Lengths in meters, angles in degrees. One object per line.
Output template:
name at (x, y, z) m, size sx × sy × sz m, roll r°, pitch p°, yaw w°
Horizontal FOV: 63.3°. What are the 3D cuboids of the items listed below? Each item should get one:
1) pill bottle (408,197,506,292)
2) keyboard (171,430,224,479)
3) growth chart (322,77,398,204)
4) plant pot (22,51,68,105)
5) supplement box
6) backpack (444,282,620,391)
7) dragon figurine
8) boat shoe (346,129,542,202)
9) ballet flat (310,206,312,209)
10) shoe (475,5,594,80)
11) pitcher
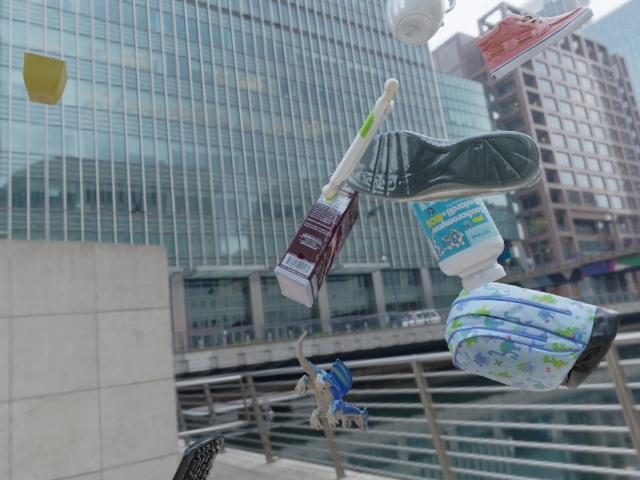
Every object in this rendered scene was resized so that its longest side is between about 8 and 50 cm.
pill bottle at (0.300, -0.025, 1.126) m, size 0.146 × 0.264 × 0.146 m, roll -23°, pitch -11°, yaw -5°
keyboard at (-0.133, 0.279, 0.507) m, size 0.038 × 0.192 × 0.100 m, roll 26°, pitch 4°, yaw 14°
growth chart at (0.052, -0.119, 0.678) m, size 0.021 × 0.172 × 0.237 m, roll 32°, pitch 13°, yaw 0°
plant pot at (-0.604, -0.345, 1.132) m, size 0.081 × 0.084 × 0.081 m, roll 8°, pitch -14°, yaw -21°
supplement box at (0.000, 0.000, 1.047) m, size 0.073 × 0.240 × 0.130 m, roll 24°, pitch -23°, yaw 14°
backpack at (0.495, 0.238, 1.298) m, size 0.355 × 0.273 × 0.290 m, roll 29°, pitch -26°, yaw 22°
dragon figurine at (0.017, 0.330, 1.189) m, size 0.085 × 0.289 × 0.144 m, roll -23°, pitch 3°, yaw 28°
boat shoe at (0.192, -0.116, 0.855) m, size 0.320 × 0.118 × 0.103 m, roll -1°, pitch -11°, yaw 27°
ballet flat at (0.010, -0.031, 1.296) m, size 0.079 × 0.077 × 0.222 m, roll -16°, pitch 25°, yaw 13°
shoe at (0.351, -0.350, 0.861) m, size 0.177 × 0.081 × 0.063 m, roll -31°, pitch 5°, yaw 20°
pitcher at (0.228, -0.517, 1.130) m, size 0.177 × 0.207 × 0.125 m, roll 19°, pitch -32°, yaw -20°
